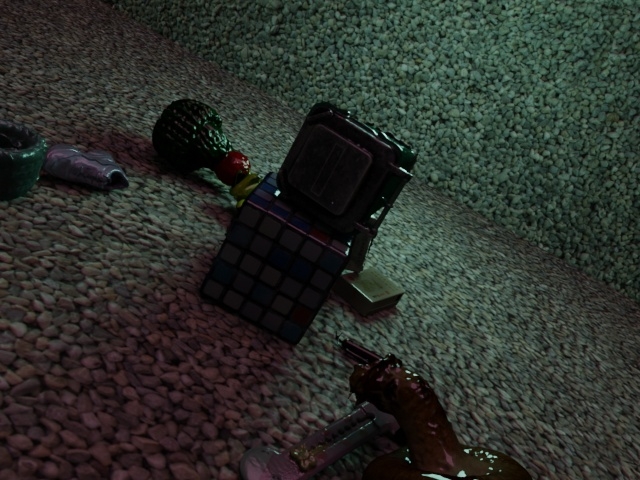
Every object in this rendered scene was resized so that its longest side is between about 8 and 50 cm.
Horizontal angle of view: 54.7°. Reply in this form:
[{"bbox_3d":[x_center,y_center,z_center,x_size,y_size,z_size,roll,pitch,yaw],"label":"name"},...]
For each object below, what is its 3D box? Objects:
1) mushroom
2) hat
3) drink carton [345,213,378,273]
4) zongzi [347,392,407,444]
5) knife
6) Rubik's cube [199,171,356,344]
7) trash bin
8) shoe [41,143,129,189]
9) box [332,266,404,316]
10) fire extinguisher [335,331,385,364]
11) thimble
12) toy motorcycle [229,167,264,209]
[{"bbox_3d":[0.236,0.414,1.149,0.334,0.356,0.331,-3,-28,34],"label":"mushroom"},{"bbox_3d":[-0.372,-0.318,2.077,0.332,0.242,0.274,34,21,6],"label":"hat"},{"bbox_3d":[-0.003,-0.042,1.898,0.325,0.194,0.132,13,22,-6],"label":"drink carton"},{"bbox_3d":[0.162,0.412,1.374,0.187,0.084,0.184,14,36,-13],"label":"zongzi"},{"bbox_3d":[0.019,0.396,1.217,0.399,0.038,0.132,-14,53,-44],"label":"knife"},{"bbox_3d":[-0.093,0.035,1.588,0.293,0.292,0.287,27,23,-1],"label":"Rubik's cube"},{"bbox_3d":[0.106,-0.179,1.579,0.295,0.259,0.381,35,20,14],"label":"trash bin"},{"bbox_3d":[-0.644,-0.193,1.704,0.138,0.095,0.245,36,18,23],"label":"shoe"},{"bbox_3d":[0.150,0.154,1.901,0.141,0.058,0.201,39,25,25],"label":"box"},{"bbox_3d":[0.105,0.295,1.604,0.173,0.035,0.049,28,61,0],"label":"fire extinguisher"},{"bbox_3d":[-0.784,-0.200,1.505,0.198,0.143,0.235,42,27,26],"label":"thimble"},{"bbox_3d":[-0.183,-0.143,2.048,0.342,0.142,0.206,-18,92,-58],"label":"toy motorcycle"}]
